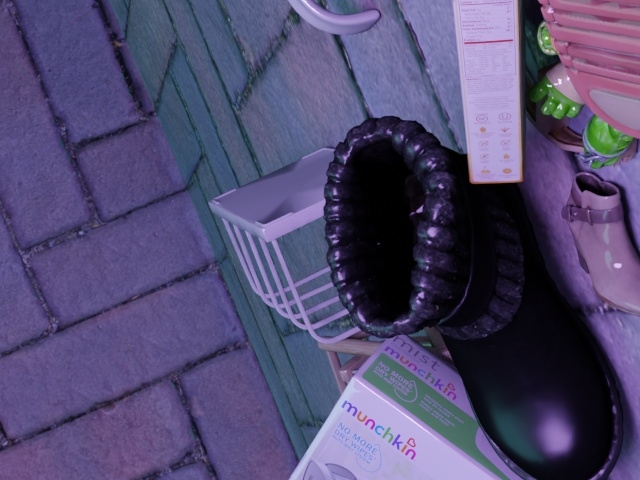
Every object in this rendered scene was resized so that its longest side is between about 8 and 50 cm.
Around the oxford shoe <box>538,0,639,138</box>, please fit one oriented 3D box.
[{"bbox_3d":[0.186,-0.236,0.482,0.140,0.146,0.397,22,133,34],"label":"oxford shoe"}]

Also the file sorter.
[{"bbox_3d":[0.000,0.000,1.368,0.173,0.193,0.278,69,166,-16],"label":"file sorter"}]

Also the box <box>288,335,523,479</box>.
[{"bbox_3d":[0.115,0.264,1.077,0.262,0.127,0.231,36,123,11],"label":"box"}]

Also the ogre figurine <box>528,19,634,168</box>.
[{"bbox_3d":[0.188,-0.146,0.692,0.118,0.097,0.197,-118,36,-80],"label":"ogre figurine"}]

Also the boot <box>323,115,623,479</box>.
[{"bbox_3d":[0.130,0.069,0.877,0.348,0.131,0.260,66,-160,10],"label":"boot"}]

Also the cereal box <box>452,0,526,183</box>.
[{"bbox_3d":[0.119,-0.176,0.728,0.240,0.047,0.173,71,-159,-56],"label":"cereal box"}]

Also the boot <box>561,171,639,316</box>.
[{"bbox_3d":[0.233,0.000,0.831,0.118,0.042,0.087,46,152,54],"label":"boot"}]

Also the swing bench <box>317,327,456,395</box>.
[{"bbox_3d":[0.141,0.223,1.235,0.253,0.165,0.255,71,165,-11],"label":"swing bench"}]

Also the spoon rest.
[{"bbox_3d":[-0.026,-0.355,1.152,0.276,0.084,0.137,67,165,1],"label":"spoon rest"}]

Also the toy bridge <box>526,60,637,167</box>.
[{"bbox_3d":[0.189,-0.114,0.849,0.188,0.026,0.063,54,161,44],"label":"toy bridge"}]
